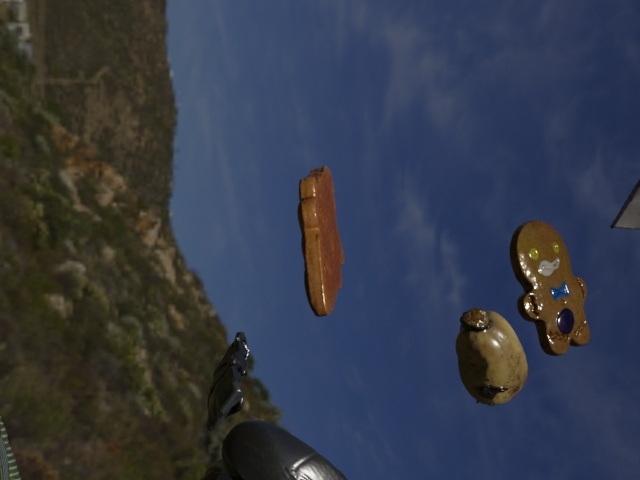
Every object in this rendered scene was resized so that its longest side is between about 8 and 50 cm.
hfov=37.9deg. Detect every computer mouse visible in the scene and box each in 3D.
[{"bbox_3d":[-0.059,0.424,1.668,0.137,0.270,0.086,-49,173,-20],"label":"computer mouse"}]

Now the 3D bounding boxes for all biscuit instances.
[{"bbox_3d":[0.000,0.000,1.295,0.280,0.043,0.183,-85,159,-44],"label":"biscuit"},{"bbox_3d":[0.396,0.079,1.607,0.039,0.180,0.236,-24,-96,50],"label":"biscuit"}]

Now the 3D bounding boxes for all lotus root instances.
[{"bbox_3d":[0.351,0.246,1.917,0.154,0.140,0.257,-75,151,-45],"label":"lotus root"}]

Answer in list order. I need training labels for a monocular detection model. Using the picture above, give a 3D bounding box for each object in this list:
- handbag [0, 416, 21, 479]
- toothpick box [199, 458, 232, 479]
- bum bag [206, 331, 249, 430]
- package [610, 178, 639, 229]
[{"bbox_3d":[-0.459,0.276,0.927,0.240,0.341,0.247,64,-2,-5],"label":"handbag"},{"bbox_3d":[-0.224,0.590,1.761,0.229,0.316,0.229,26,-47,31],"label":"toothpick box"},{"bbox_3d":[-0.126,0.200,1.311,0.087,0.049,0.197,-59,-170,15],"label":"bum bag"},{"bbox_3d":[0.502,-0.074,1.164,0.204,0.251,0.062,1,-64,42],"label":"package"}]
